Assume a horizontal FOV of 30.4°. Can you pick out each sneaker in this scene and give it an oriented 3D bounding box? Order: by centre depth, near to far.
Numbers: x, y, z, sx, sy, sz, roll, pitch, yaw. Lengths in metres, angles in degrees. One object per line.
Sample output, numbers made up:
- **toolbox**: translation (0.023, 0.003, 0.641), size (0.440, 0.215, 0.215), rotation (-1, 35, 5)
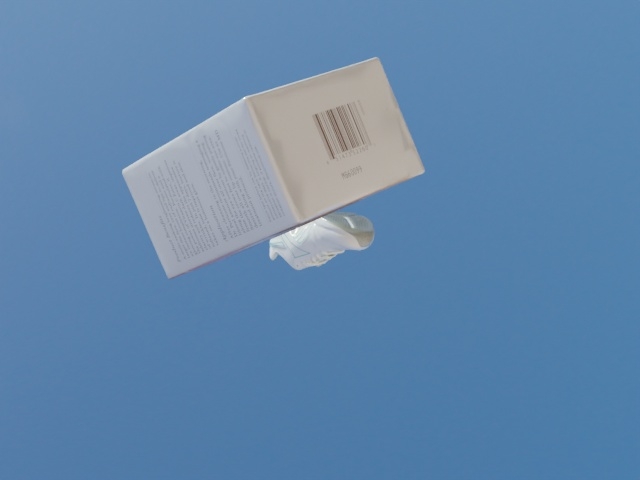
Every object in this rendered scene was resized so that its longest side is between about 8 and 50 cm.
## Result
- **sneaker**: translation (0.000, 0.000, 1.131), size (0.054, 0.152, 0.061), rotation (0, -83, -35)

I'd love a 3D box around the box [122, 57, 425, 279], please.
- **box**: translation (-0.036, -0.050, 0.849), size (0.130, 0.170, 0.091), rotation (-24, -89, -40)
